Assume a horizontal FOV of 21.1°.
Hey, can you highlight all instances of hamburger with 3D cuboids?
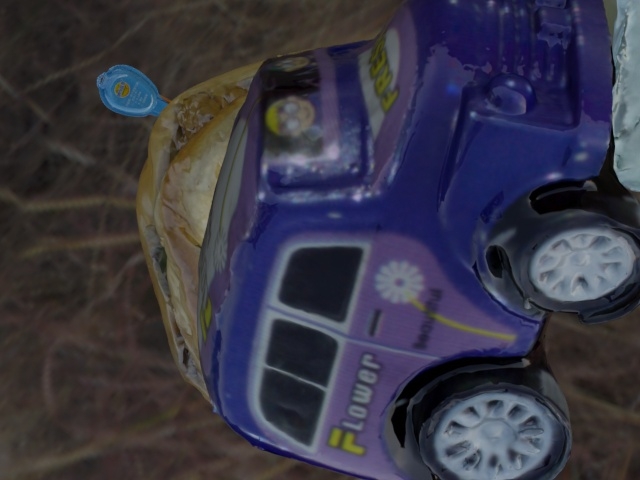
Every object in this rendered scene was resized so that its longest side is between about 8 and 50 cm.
[{"bbox_3d":[0.005,0.005,1.368,0.174,0.284,0.304,34,141,60],"label":"hamburger"}]

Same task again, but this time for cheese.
[{"bbox_3d":[-0.170,-0.137,1.692,0.111,0.017,0.047,25,92,-20],"label":"cheese"}]

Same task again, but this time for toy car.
[{"bbox_3d":[0.036,-0.011,0.724,0.158,0.172,0.235,12,127,-11],"label":"toy car"}]

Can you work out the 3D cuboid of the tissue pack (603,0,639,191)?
[{"bbox_3d":[0.321,-0.213,1.155,0.332,0.405,0.205,-1,122,-1],"label":"tissue pack"}]
